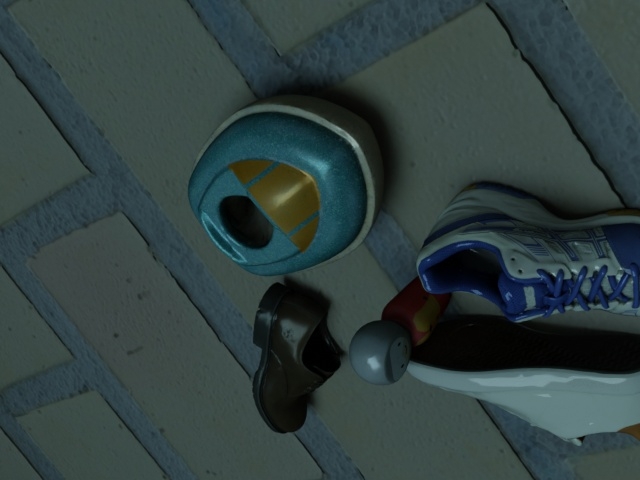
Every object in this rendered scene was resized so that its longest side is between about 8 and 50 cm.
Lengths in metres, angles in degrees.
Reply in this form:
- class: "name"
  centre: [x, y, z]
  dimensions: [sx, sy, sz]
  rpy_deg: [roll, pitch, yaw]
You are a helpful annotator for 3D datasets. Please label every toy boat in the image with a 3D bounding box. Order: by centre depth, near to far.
- class: "toy boat"
  centre: [0.000, 0.000, 1.510]
  dimensions: [0.318, 0.148, 0.267]
  rpy_deg: [47, 141, -4]

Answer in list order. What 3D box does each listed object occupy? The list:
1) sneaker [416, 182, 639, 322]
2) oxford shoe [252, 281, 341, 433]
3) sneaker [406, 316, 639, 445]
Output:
- class: "sneaker"
  centre: [0.231, 0.038, 1.362]
  dimensions: [0.296, 0.131, 0.112]
  rpy_deg: [11, 130, 32]
- class: "oxford shoe"
  centre: [-0.026, 0.159, 1.735]
  dimensions: [0.096, 0.083, 0.227]
  rpy_deg: [21, 138, 20]
- class: "sneaker"
  centre: [0.216, 0.158, 1.503]
  dimensions: [0.290, 0.106, 0.123]
  rpy_deg: [6, 126, 35]
